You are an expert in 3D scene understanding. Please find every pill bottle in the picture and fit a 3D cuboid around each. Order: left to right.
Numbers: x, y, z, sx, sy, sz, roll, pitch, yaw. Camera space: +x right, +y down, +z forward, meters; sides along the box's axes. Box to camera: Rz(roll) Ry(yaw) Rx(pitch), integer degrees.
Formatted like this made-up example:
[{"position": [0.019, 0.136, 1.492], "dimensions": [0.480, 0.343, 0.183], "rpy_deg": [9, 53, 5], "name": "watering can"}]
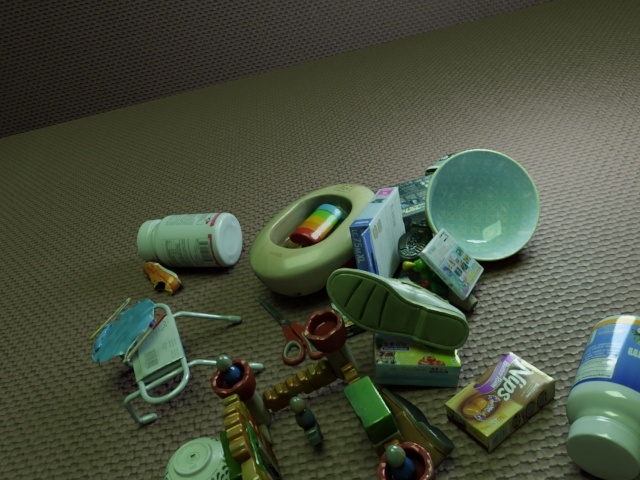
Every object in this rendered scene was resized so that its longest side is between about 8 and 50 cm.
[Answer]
[{"position": [-0.394, 0.001, 1.760], "dimensions": [0.283, 0.160, 0.160], "rpy_deg": [-1, 36, 19], "name": "pill bottle"}, {"position": [0.519, 0.269, 1.013], "dimensions": [0.152, 0.152, 0.272], "rpy_deg": [10, 41, 33], "name": "pill bottle"}]

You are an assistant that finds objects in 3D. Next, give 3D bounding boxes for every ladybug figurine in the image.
[{"position": [0.000, 0.000, 1.604], "dimensions": [0.305, 0.162, 0.449], "rpy_deg": [14, 44, 38], "name": "ladybug figurine"}]

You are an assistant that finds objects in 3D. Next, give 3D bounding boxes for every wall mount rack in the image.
[{"position": [-0.319, 0.267, 1.381], "dimensions": [0.304, 0.130, 0.350], "rpy_deg": [-26, 35, -10], "name": "wall mount rack"}]

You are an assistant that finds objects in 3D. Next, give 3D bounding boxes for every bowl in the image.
[{"position": [-0.236, 0.439, 1.127], "dimensions": [0.170, 0.080, 0.170], "rpy_deg": [-11, 33, 7], "name": "bowl"}, {"position": [0.406, -0.077, 1.537], "dimensions": [0.289, 0.289, 0.156], "rpy_deg": [-18, -10, -4], "name": "bowl"}]

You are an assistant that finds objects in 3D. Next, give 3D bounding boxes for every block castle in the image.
[{"position": [-0.016, 0.337, 1.035], "dimensions": [0.303, 0.213, 0.453], "rpy_deg": [-28, 34, -5], "name": "block castle"}]

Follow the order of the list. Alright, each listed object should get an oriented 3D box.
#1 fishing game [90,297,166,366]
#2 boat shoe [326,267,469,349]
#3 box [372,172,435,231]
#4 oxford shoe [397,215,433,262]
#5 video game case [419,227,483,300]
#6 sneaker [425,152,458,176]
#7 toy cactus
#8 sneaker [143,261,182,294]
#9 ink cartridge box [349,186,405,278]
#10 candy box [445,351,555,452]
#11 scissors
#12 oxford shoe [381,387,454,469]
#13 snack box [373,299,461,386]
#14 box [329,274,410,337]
[{"position": [-0.457, 0.218, 1.374], "dimensions": [0.264, 0.041, 0.189], "rpy_deg": [2, 47, 51], "name": "fishing game"}, {"position": [0.154, 0.136, 1.211], "dimensions": [0.302, 0.113, 0.103], "rpy_deg": [24, 14, -1], "name": "boat shoe"}, {"position": [0.288, -0.113, 1.751], "dimensions": [0.232, 0.059, 0.183], "rpy_deg": [-18, 33, -6], "name": "box"}, {"position": [0.254, 0.018, 1.536], "dimensions": [0.082, 0.096, 0.227], "rpy_deg": [14, 27, 19], "name": "oxford shoe"}, {"position": [0.309, 0.052, 1.371], "dimensions": [0.019, 0.143, 0.157], "rpy_deg": [-47, -5, 36], "name": "video game case"}, {"position": [0.454, -0.238, 1.849], "dimensions": [0.228, 0.086, 0.132], "rpy_deg": [4, 35, 28], "name": "sneaker"}, {"position": [0.301, 0.094, 1.399], "dimensions": [0.180, 0.112, 0.219], "rpy_deg": [39, 30, 28], "name": "toy cactus"}, {"position": [-0.481, 0.110, 1.726], "dimensions": [0.175, 0.064, 0.067], "rpy_deg": [17, 55, 43], "name": "sneaker"}, {"position": [0.146, 0.005, 1.467], "dimensions": [0.065, 0.186, 0.311], "rpy_deg": [-4, 23, 23], "name": "ink cartridge box"}, {"position": [0.345, 0.305, 1.120], "dimensions": [0.186, 0.053, 0.109], "rpy_deg": [-31, 36, -21], "name": "candy box"}, {"position": [-0.074, 0.208, 1.463], "dimensions": [0.109, 0.021, 0.297], "rpy_deg": [-23, 33, -8], "name": "scissors"}, {"position": [0.164, 0.353, 1.112], "dimensions": [0.076, 0.076, 0.212], "rpy_deg": [-58, 27, 5], "name": "oxford shoe"}, {"position": [0.201, 0.215, 1.268], "dimensions": [0.174, 0.070, 0.207], "rpy_deg": [1, 34, 2], "name": "snack box"}, {"position": [0.136, 0.159, 1.431], "dimensions": [0.207, 0.036, 0.114], "rpy_deg": [-19, 33, -6], "name": "box"}]
